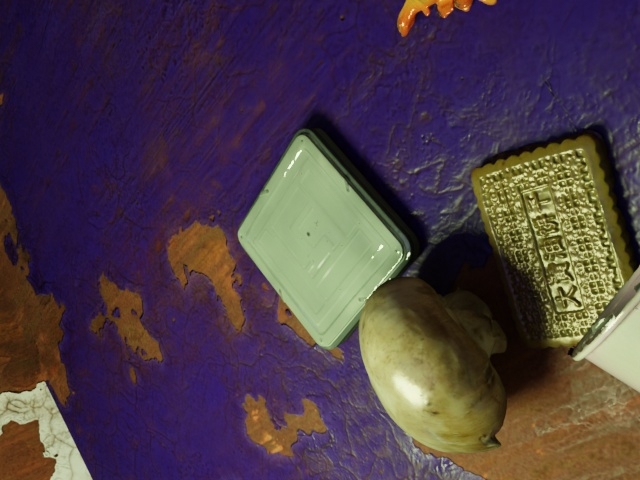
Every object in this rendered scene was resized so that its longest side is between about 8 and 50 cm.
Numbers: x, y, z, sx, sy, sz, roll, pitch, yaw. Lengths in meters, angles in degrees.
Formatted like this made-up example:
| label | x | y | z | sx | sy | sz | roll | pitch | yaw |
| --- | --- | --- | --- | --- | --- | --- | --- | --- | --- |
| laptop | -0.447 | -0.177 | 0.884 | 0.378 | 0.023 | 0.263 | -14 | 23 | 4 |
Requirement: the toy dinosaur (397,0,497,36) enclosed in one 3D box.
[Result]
| label | x | y | z | sx | sy | sz | roll | pitch | yaw |
| --- | --- | --- | --- | --- | --- | --- | --- | --- | --- |
| toy dinosaur | 0.183 | -0.338 | 0.807 | 0.117 | 0.070 | 0.288 | 48 | 134 | 7 |

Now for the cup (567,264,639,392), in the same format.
| label | x | y | z | sx | sy | sz | roll | pitch | yaw |
| --- | --- | --- | --- | --- | --- | --- | --- | --- | --- |
| cup | 0.410 | 0.092 | 0.621 | 0.274 | 0.253 | 0.253 | 40 | 126 | 19 |

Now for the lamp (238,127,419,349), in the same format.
| label | x | y | z | sx | sy | sz | roll | pitch | yaw |
| --- | --- | --- | --- | --- | --- | --- | --- | --- | --- |
| lamp | 0.000 | 0.000 | 1.084 | 0.269 | 0.047 | 0.266 | 50 | 128 | 19 |

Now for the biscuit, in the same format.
| label | x | y | z | sx | sy | sz | roll | pitch | yaw |
| --- | --- | --- | --- | --- | --- | --- | --- | --- | --- |
| biscuit | 0.288 | 0.006 | 0.841 | 0.172 | 0.029 | 0.254 | -15 | 92 | 44 |

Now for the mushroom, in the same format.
| label | x | y | z | sx | sy | sz | roll | pitch | yaw |
| --- | --- | --- | --- | --- | --- | --- | --- | --- | --- |
| mushroom | 0.152 | 0.163 | 0.903 | 0.255 | 0.184 | 0.255 | 51 | 161 | 24 |
